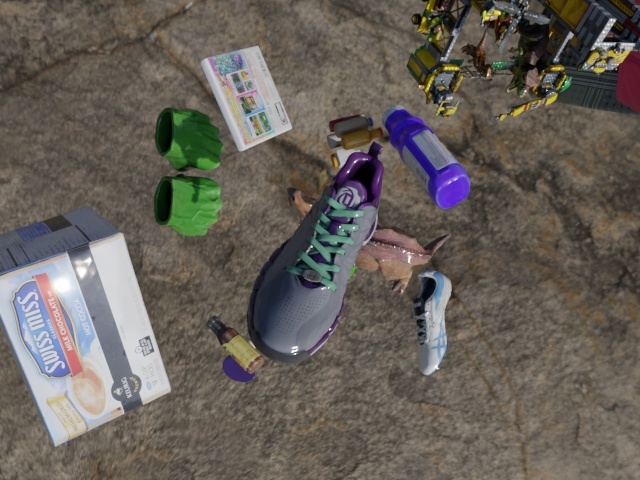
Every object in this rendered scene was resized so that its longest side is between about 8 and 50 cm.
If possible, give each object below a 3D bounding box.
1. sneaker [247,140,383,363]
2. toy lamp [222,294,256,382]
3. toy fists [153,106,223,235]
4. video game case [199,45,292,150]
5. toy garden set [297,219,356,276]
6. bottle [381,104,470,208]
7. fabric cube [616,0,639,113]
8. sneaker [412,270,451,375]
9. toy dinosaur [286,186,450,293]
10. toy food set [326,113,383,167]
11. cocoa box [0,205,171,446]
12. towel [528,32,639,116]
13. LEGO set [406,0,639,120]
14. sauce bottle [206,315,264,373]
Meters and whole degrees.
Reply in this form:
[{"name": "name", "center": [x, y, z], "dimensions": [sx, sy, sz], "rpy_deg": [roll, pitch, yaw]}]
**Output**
[{"name": "sneaker", "center": [0.000, 0.000, 0.543], "dimensions": [0.083, 0.098, 0.223], "rpy_deg": [21, 47, 5]}, {"name": "toy lamp", "center": [-0.138, 0.180, 1.314], "dimensions": [0.080, 0.080, 0.274], "rpy_deg": [29, 34, -5]}, {"name": "toy fists", "center": [-0.284, -0.148, 1.323], "dimensions": [0.142, 0.096, 0.279], "rpy_deg": [7, 78, -46]}, {"name": "video game case", "center": [-0.122, -0.245, 1.037], "dimensions": [0.143, 0.019, 0.157], "rpy_deg": [-37, 108, -49]}, {"name": "toy garden set", "center": [-0.013, 0.048, 1.543], "dimensions": [0.204, 0.049, 0.244], "rpy_deg": [43, 66, -23]}, {"name": "bottle", "center": [0.234, -0.203, 1.402], "dimensions": [0.092, 0.118, 0.283], "rpy_deg": [-31, 55, 2]}, {"name": "fabric cube", "center": [0.695, -0.326, 1.012], "dimensions": [0.254, 0.259, 0.258], "rpy_deg": [-33, 52, -3]}, {"name": "sneaker", "center": [0.236, 0.179, 1.349], "dimensions": [0.086, 0.085, 0.237], "rpy_deg": [18, 66, -20]}, {"name": "toy dinosaur", "center": [0.084, 0.009, 0.977], "dimensions": [0.296, 0.200, 0.127], "rpy_deg": [4, 72, -8]}, {"name": "toy food set", "center": [0.086, -0.269, 1.615], "dimensions": [0.104, 0.232, 0.111], "rpy_deg": [-17, 82, -8]}, {"name": "cocoa box", "center": [-0.464, 0.149, 1.140], "dimensions": [0.228, 0.231, 0.347], "rpy_deg": [-23, 116, -28]}, {"name": "towel", "center": [0.649, -0.443, 1.353], "dimensions": [0.056, 0.312, 0.324], "rpy_deg": [4, 18, -41]}, {"name": "LEGO set", "center": [0.309, -0.270, 0.889], "dimensions": [0.331, 0.255, 0.192], "rpy_deg": [-2, 49, -31]}, {"name": "sauce bottle", "center": [-0.161, 0.191, 1.132], "dimensions": [0.128, 0.042, 0.042], "rpy_deg": [41, 55, 19]}]
